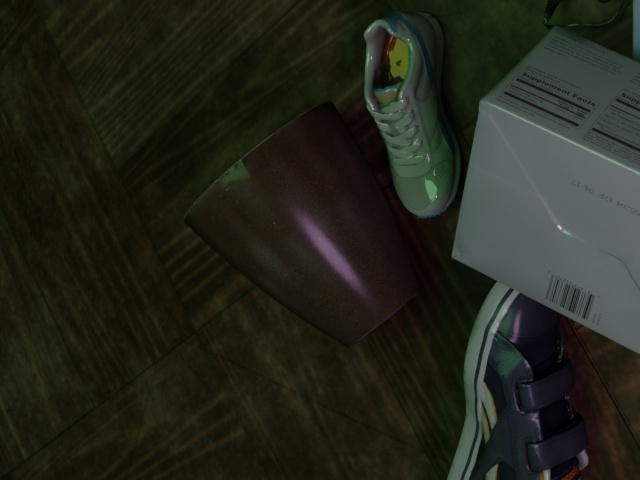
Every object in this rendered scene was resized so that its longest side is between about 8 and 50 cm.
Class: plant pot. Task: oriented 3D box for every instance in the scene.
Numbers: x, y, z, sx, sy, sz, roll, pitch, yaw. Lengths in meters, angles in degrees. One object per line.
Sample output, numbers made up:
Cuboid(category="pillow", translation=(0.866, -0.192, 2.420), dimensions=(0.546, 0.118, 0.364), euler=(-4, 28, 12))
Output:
Cuboid(category="plant pot", translation=(0.000, 0.000, 1.438), dimensions=(0.230, 0.215, 0.215), euler=(52, 125, 3))

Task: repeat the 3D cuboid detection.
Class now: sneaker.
Cuboid(category="sneaker", translation=(0.220, 0.184, 1.329), dimensions=(0.127, 0.126, 0.321), euler=(27, 124, 37))
Cuboid(category="sneaker", translation=(0.092, -0.135, 1.396), dimensions=(0.087, 0.092, 0.228), euler=(-6, 95, 37))

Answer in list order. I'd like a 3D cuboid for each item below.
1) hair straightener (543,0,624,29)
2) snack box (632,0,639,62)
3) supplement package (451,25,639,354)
Cuboid(category="hair straightener", translation=(0.298, -0.290, 1.233), dimensions=(0.089, 0.047, 0.230), euler=(47, 117, 20))
Cuboid(category="snack box", translation=(0.377, -0.176, 1.164), dimensions=(0.174, 0.070, 0.207), euler=(8, 110, 37))
Cuboid(category="supplement package", translation=(0.278, -0.035, 1.163), dimensions=(0.262, 0.145, 0.204), euler=(29, 140, 21))
